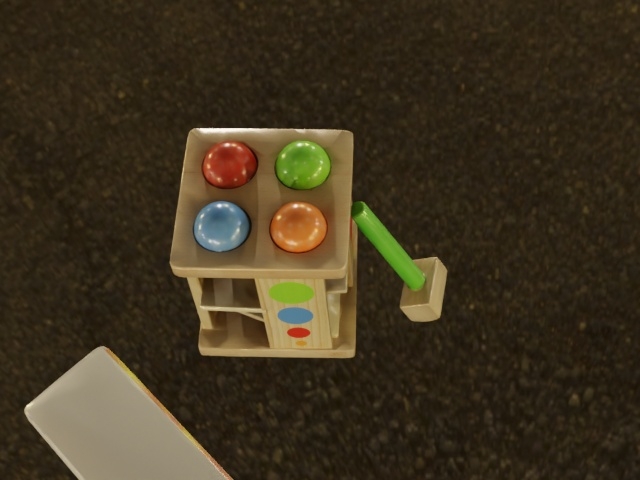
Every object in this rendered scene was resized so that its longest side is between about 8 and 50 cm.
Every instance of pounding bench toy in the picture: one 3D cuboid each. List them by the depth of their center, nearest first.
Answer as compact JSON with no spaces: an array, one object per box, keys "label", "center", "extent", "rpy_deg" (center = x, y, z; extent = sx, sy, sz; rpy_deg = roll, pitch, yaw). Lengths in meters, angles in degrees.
[{"label":"pounding bench toy","center":[0.000,0.000,0.343],"extent":[0.083,0.065,0.052],"rpy_deg":[1,58,4]}]

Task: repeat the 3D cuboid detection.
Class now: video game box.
[{"label":"video game box","center":[-0.017,0.157,0.445],"extent":[0.048,0.187,0.205],"rpy_deg":[-40,60,-17]}]
